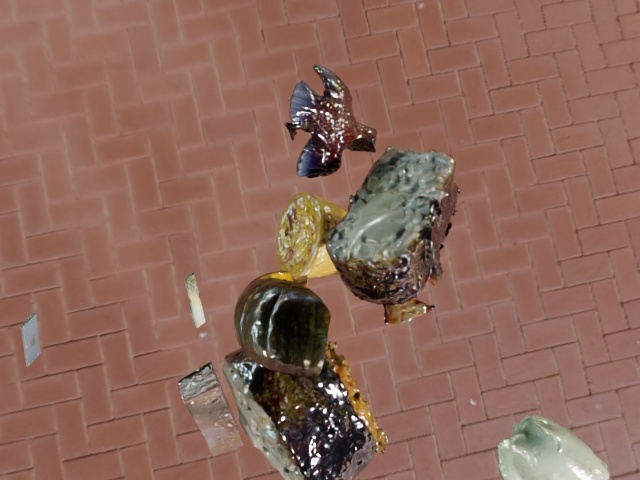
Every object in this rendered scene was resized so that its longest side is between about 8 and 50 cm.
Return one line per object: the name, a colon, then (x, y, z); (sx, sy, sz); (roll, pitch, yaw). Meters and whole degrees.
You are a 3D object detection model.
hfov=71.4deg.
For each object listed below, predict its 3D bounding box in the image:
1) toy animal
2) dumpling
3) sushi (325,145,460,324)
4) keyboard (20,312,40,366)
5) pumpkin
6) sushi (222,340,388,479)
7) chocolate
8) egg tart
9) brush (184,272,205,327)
toy animal: (0.026, -0.208, 0.801); (0.179, 0.116, 0.219); (12, 77, -10)
dumpling: (0.408, 0.390, 0.801); (0.216, 0.149, 0.105); (27, 50, -12)
sushi: (0.151, -0.018, 0.805); (0.182, 0.196, 0.343); (52, 53, -33)
keyboard: (-0.820, 0.283, 1.261); (0.014, 0.055, 0.176); (17, 125, -4)
pumpkin: (-0.056, 0.100, 0.569); (0.107, 0.183, 0.119); (2, 92, -10)
sushi: (-0.036, 0.296, 0.806); (0.207, 0.234, 0.349); (-35, 117, -24)
chocolate: (-0.325, 0.509, 1.329); (0.112, 0.112, 0.321); (-21, 127, -16)
egg tart: (0.000, 0.000, 1.024); (0.147, 0.202, 0.203); (11, 84, -36)
brush: (-0.344, 0.161, 1.212); (0.033, 0.030, 0.179); (-27, 130, -33)
